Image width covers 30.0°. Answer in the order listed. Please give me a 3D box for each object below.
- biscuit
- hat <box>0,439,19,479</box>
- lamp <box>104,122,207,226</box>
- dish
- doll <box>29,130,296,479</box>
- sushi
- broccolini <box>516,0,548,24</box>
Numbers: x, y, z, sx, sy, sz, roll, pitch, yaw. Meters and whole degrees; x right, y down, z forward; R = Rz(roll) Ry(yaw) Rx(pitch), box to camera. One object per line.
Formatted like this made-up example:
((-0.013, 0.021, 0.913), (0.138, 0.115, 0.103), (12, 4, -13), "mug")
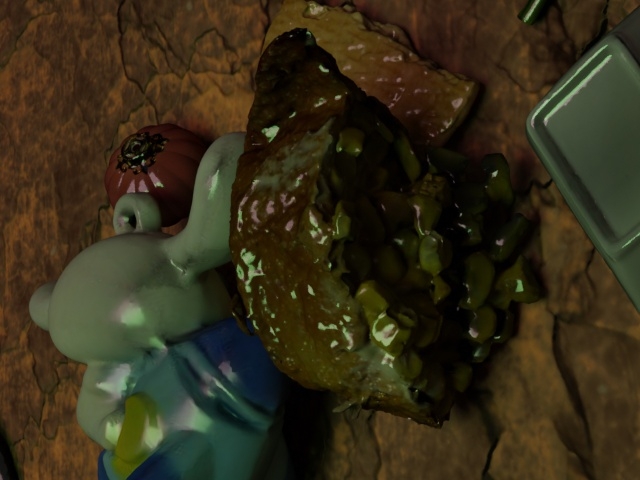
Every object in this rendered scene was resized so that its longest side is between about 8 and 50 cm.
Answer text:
((0.024, -0.115, 0.982), (0.224, 0.033, 0.144), (32, 96, 39), "biscuit")
((-0.476, 0.407, 1.382), (0.366, 0.257, 0.382), (-31, 85, 38), "hat")
((-0.155, -0.062, 1.142), (0.107, 0.092, 0.108), (-15, 51, 19), "lamp")
((0.220, -0.041, 0.774), (0.154, 0.064, 0.234), (-47, 58, 33), "dish")
((-0.128, 0.132, 1.041), (0.376, 0.187, 0.366), (134, 127, -63), "doll")
((0.037, 0.001, 0.868), (0.179, 0.166, 0.296), (-16, 87, 41), "sushi")
((0.190, -0.251, 0.835), (0.044, 0.042, 0.218), (52, 125, 35), "broccolini")
